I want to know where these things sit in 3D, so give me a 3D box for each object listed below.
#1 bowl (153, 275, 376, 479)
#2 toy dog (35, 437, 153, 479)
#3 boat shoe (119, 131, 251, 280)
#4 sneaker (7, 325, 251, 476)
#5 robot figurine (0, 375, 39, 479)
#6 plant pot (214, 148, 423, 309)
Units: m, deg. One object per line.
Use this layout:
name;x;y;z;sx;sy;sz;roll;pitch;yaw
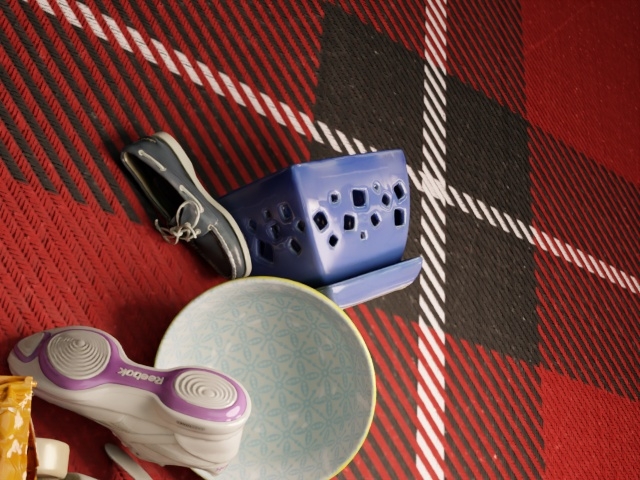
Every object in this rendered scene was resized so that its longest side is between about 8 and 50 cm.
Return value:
bowl;-0.068;0.186;1.040;0.289;0.290;0.156;62;5;0
toy dog;-0.270;0.330;0.874;0.333;0.161;0.220;46;45;-33
boat shoe;-0.195;-0.042;1.099;0.079;0.095;0.254;-33;92;-44
sneaker;-0.239;0.204;0.914;0.305;0.152;0.114;18;35;9
robot figurine;-0.346;0.265;0.674;0.211;0.085;0.290;10;74;-30
plant pot;0.000;0.000;1.154;0.236;0.236;0.212;-16;89;-42
